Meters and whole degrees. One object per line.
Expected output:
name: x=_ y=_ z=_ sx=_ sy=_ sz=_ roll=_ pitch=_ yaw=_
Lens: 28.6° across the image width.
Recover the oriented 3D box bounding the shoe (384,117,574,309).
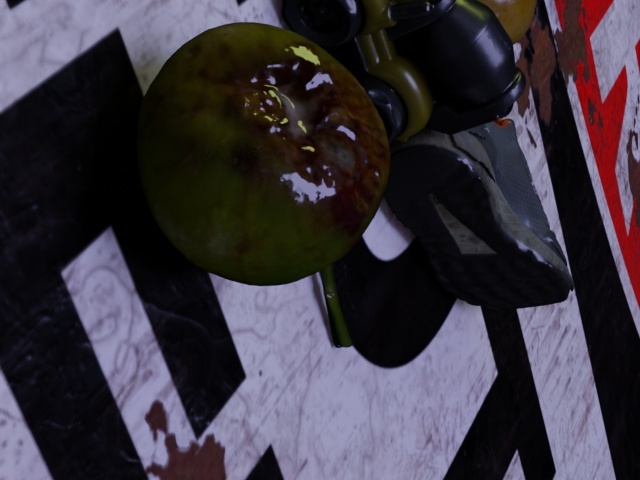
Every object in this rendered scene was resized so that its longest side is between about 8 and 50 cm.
shoe: x=0.168 y=-0.057 z=1.325 sx=0.336 sy=0.132 sz=0.171 roll=46 pitch=41 yaw=-46

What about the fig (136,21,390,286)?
fig: x=-0.041 y=-0.053 z=0.905 sx=0.191 sy=0.181 sz=0.181 roll=87 pitch=18 yaw=-57

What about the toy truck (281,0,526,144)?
toy truck: x=0.080 y=-0.196 z=1.116 sx=0.224 sy=0.165 sz=0.147 roll=63 pitch=38 yaw=-35

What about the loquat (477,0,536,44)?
loquat: x=0.150 y=-0.253 z=1.273 sx=0.163 sy=0.137 sz=0.163 roll=-5 pitch=90 yaw=-79

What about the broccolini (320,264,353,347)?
broccolini: x=-0.001 y=-0.001 z=1.105 sx=0.044 sy=0.042 sz=0.218 roll=-32 pitch=124 yaw=-26
